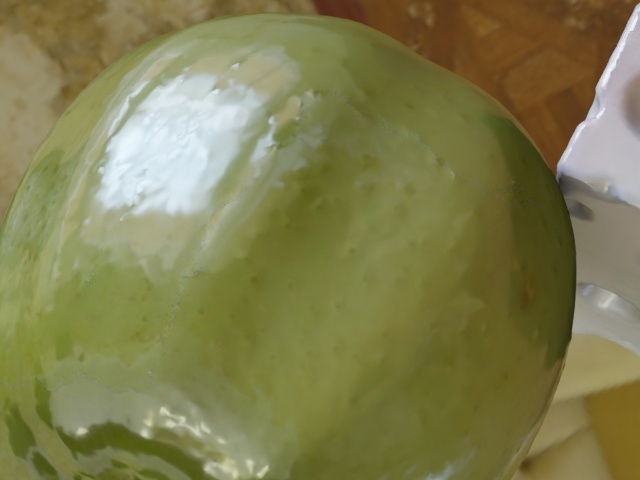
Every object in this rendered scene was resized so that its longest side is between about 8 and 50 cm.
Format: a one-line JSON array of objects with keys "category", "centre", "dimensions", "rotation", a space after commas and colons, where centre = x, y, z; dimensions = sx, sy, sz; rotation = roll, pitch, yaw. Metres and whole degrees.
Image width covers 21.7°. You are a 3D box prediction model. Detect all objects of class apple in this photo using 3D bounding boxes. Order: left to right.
[{"category": "apple", "centre": [-0.018, 0.031, 0.763], "dimensions": [0.279, 0.279, 0.279], "rotation": [35, 141, 34]}]

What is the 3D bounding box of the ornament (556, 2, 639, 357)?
[{"category": "ornament", "centre": [0.273, -0.045, 0.861], "dimensions": [0.239, 0.240, 0.239], "rotation": [25, 165, 14]}]
